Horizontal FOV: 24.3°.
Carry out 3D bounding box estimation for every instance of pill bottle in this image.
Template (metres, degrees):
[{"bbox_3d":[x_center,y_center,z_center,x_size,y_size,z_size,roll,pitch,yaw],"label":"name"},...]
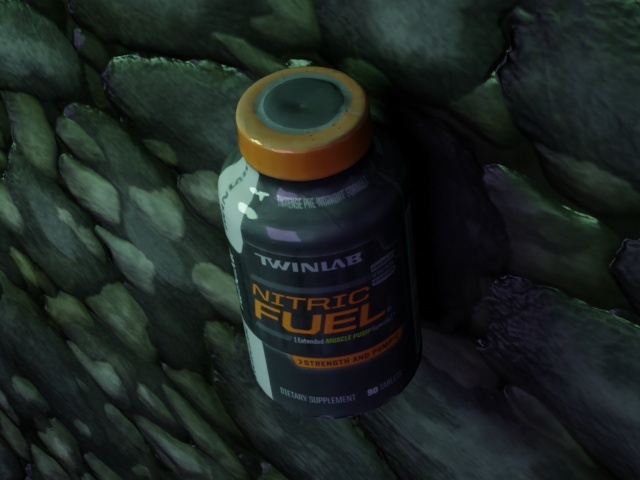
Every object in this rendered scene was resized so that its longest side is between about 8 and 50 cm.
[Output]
[{"bbox_3d":[0.000,0.000,1.031,0.130,0.130,0.245,25,143,30],"label":"pill bottle"}]
